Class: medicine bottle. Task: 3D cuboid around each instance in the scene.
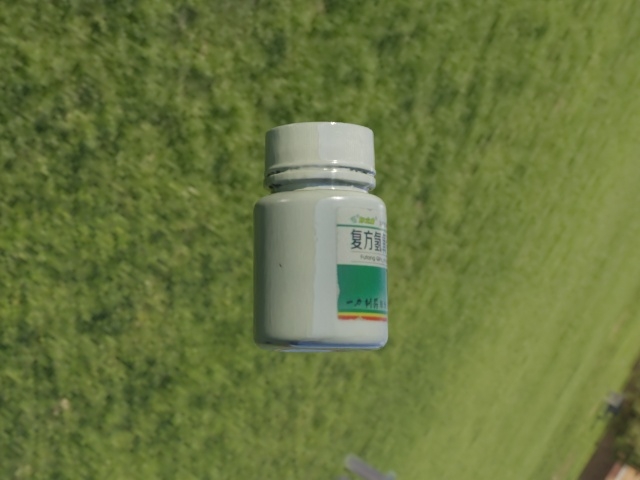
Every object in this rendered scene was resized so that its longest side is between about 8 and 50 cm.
[{"bbox_3d":[0.000,0.000,0.740,0.080,0.080,0.130,20,70,-70],"label":"medicine bottle"}]
